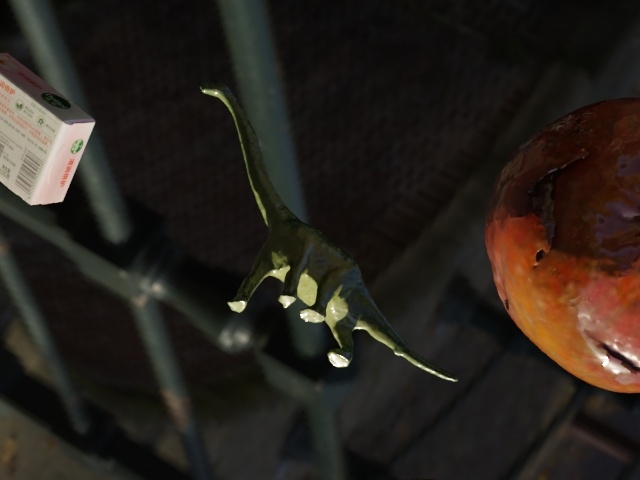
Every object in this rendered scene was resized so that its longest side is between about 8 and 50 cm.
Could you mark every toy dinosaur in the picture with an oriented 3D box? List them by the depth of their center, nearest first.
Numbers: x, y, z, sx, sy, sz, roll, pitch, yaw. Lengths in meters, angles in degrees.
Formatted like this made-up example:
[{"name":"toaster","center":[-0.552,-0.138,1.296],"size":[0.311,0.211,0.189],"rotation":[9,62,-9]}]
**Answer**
[{"name":"toy dinosaur","center":[0.000,0.000,2.458],"size":[0.087,0.447,0.300],"rotation":[-48,-164,42]}]

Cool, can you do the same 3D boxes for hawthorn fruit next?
[{"name":"hawthorn fruit","center":[0.270,-0.003,1.794],"size":[0.276,0.276,0.307],"rotation":[-59,-164,-5]}]

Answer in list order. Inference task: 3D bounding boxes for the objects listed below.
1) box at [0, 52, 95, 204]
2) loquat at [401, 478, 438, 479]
[{"name":"box","center":[-0.268,-0.100,1.708],"size":[0.043,0.125,0.089],"rotation":[-10,132,-56]},{"name":"loquat","center":[0.074,0.350,1.995],"size":[0.227,0.179,0.179],"rotation":[-40,154,-3]}]
